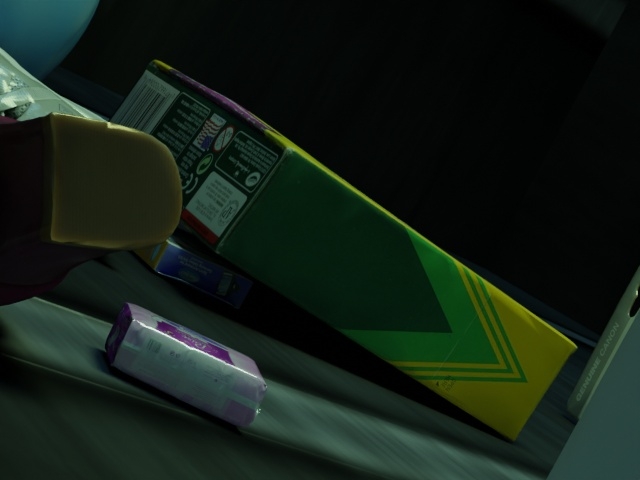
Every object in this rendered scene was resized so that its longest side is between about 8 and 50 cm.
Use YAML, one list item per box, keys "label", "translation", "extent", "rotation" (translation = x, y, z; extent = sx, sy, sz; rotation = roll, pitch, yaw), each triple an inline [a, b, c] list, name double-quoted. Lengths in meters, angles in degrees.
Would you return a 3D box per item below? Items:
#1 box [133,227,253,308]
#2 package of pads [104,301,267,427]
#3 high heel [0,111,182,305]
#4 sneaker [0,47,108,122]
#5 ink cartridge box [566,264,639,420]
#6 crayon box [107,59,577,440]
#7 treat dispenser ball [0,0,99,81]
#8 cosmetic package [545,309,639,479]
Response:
- label: "box"
  translation: [-0.108, 0.012, 1.282]
  extent: [0.081, 0.028, 0.136]
  rotation: [26, 2, -31]
- label: "package of pads"
  translation: [-0.070, 0.065, 0.860]
  extent: [0.083, 0.032, 0.050]
  rotation: [27, 3, -14]
- label: "high heel"
  translation: [-0.253, -0.033, 0.688]
  extent: [0.377, 0.127, 0.181]
  rotation: [19, -20, -41]
- label: "sneaker"
  translation: [-0.230, -0.082, 1.125]
  extent: [0.281, 0.105, 0.115]
  rotation: [23, 10, -27]
- label: "ink cartridge box"
  translation: [0.414, 0.100, 1.597]
  extent: [0.130, 0.309, 0.272]
  rotation: [26, 5, -26]
- label: "crayon box"
  translation: [0.000, 0.000, 1.401]
  extent: [0.313, 0.106, 0.363]
  rotation: [35, 1, -27]
- label: "treat dispenser ball"
  translation: [-0.305, -0.237, 1.260]
  extent: [0.288, 0.288, 0.288]
  rotation: [28, 4, -2]
- label: "cosmetic package"
  translation: [0.211, 0.125, 0.619]
  extent: [0.225, 0.224, 0.138]
  rotation: [27, 4, -10]
